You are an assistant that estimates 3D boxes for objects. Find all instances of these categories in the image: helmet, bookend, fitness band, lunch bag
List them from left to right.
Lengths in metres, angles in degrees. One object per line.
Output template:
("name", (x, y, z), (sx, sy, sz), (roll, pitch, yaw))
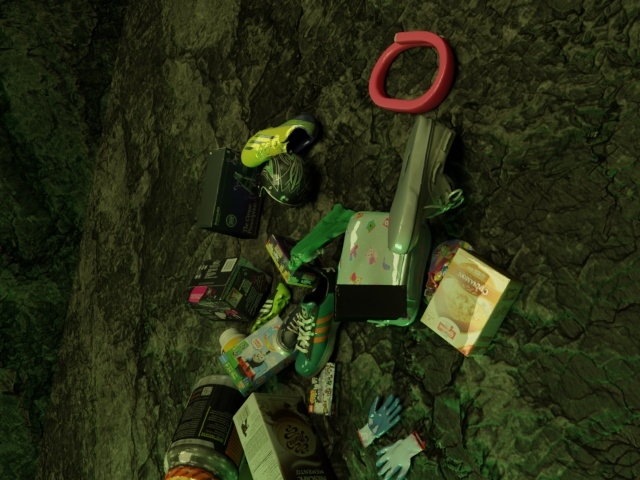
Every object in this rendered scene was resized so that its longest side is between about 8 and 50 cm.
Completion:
("helmet", (-0.100, -0.178, 2.006), (0.161, 0.169, 0.169), (154, 123, -64))
("bookend", (0.109, 0.145, 1.531), (0.156, 0.157, 0.072), (88, -177, -78))
("lunch bag", (0.154, 0.073, 1.647), (0.224, 0.108, 0.279), (6, 85, 46))
("fitness band", (0.235, -0.438, 1.766), (0.291, 0.054, 0.209), (22, 95, 53))

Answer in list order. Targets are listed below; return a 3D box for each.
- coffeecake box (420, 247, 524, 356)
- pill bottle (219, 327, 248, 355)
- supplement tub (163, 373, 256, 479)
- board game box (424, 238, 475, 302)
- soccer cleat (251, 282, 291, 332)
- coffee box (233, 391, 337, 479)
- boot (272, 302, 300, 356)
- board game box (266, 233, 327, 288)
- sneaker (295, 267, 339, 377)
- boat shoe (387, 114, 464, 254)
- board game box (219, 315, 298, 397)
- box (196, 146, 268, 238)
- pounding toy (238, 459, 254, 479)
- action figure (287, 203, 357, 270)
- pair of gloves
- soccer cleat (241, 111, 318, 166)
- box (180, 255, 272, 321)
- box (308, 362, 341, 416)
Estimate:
("coffeecake box", (0.320, 0.132, 1.441), (0.142, 0.068, 0.185), (37, 108, 41))
("pill bottle", (-0.239, 0.349, 2.048), (0.184, 0.103, 0.103), (46, 114, 48))
("supplement tub", (-0.303, 0.557, 1.874), (0.207, 0.207, 0.338), (-42, 18, 35))
("board game box", (0.287, 0.077, 1.542), (0.133, 0.033, 0.168), (3, 81, 52))
("soccer cleat", (-0.149, 0.206, 2.029), (0.179, 0.060, 0.072), (-51, 33, 18))
("coffee box", (-0.091, 0.549, 1.745), (0.119, 0.168, 0.297), (-54, 43, 25))
("boot", (-0.074, 0.236, 1.854), (0.086, 0.069, 0.190), (-53, 9, 22))
("board game box", (-0.058, 0.060, 1.890), (0.048, 0.141, 0.170), (-57, 42, 22))
("sneaker", (-0.017, 0.211, 1.787), (0.108, 0.121, 0.302), (20, 89, 57))
("boat shoe", (0.257, -0.114, 1.542), (0.136, 0.156, 0.367), (114, 173, -57))
("board game box", (-0.167, 0.325, 1.925), (0.211, 0.039, 0.160), (-35, 40, -11))
("box", (-0.283, -0.150, 2.206), (0.103, 0.184, 0.261), (-2, 77, 51))
("pounding toy", (-0.233, 0.767, 1.929), (0.269, 0.155, 0.154), (-57, 12, 8))
("action figure", (0.000, 0.000, 1.806), (0.232, 0.063, 0.137), (-39, 31, -18))
("pair of gloves", (0.161, 0.460, 1.580), (0.159, 0.023, 0.198), (-51, 44, 25))
("soccer cleat", (-0.133, -0.295, 2.089), (0.289, 0.093, 0.121), (-25, 43, 24))
("box", (-0.294, 0.155, 2.125), (0.247, 0.142, 0.163), (-7, 51, 49))
("box", (0.011, 0.391, 1.784), (0.094, 0.027, 0.137), (-11, 69, 50))
